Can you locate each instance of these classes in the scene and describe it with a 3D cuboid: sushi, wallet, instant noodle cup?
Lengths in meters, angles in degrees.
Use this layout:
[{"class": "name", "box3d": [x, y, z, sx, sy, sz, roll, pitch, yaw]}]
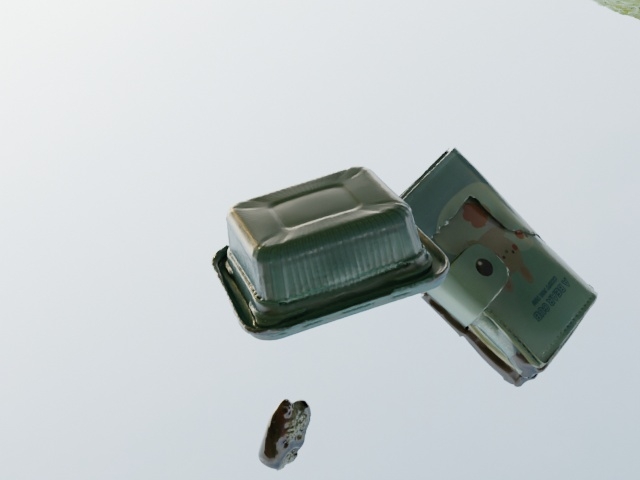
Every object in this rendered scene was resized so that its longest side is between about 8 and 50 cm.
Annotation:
[{"class": "sushi", "box3d": [-0.046, 0.206, 1.205, 0.044, 0.083, 0.046, 30, -159, 33]}, {"class": "wallet", "box3d": [0.188, 0.027, 1.279, 0.250, 0.075, 0.176, 45, -130, 2]}, {"class": "instant noodle cup", "box3d": [0.000, 0.000, 0.938, 0.179, 0.070, 0.157, -18, -151, -11]}]

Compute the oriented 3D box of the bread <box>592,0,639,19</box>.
[{"class": "bread", "box3d": [0.547, -0.482, 1.665, 0.348, 0.348, 0.308, 13, -82, 17]}]
